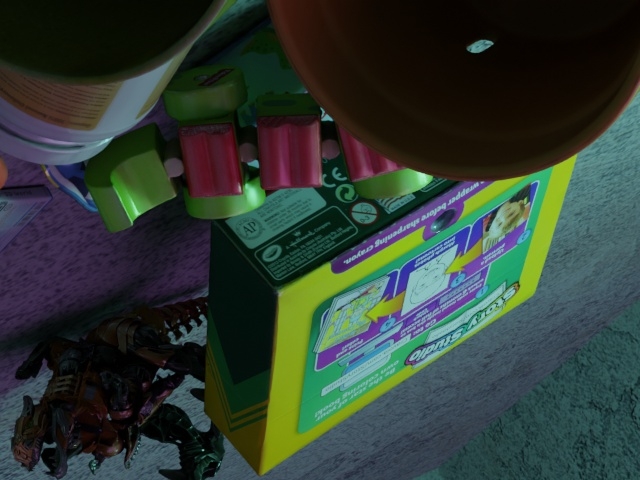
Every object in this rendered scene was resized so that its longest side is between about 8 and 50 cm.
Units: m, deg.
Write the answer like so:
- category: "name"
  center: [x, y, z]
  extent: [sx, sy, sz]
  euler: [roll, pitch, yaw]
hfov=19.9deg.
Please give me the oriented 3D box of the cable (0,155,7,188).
- category: "cable"
  center: [-0.253, -0.053, 1.255]
  extent: [0.139, 0.072, 0.287]
  euler: [-31, -178, -14]

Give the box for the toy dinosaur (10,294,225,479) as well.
- category: "toy dinosaur"
  center: [-0.182, 0.141, 1.869]
  extent: [0.322, 0.218, 0.164]
  euler: [-55, 168, -31]

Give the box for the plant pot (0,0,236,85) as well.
- category: "plant pot"
  center: [-0.060, -0.258, 0.859]
  extent: [0.293, 0.275, 0.275]
  euler: [-41, 174, -44]

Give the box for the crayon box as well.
- category: "crayon box"
  center: [0.064, 0.019, 1.696]
  extent: [0.363, 0.106, 0.313]
  euler: [-31, 153, -25]

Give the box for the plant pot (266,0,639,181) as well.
- category: "plant pot"
  center: [0.132, -0.209, 1.294]
  extent: [0.291, 0.291, 0.203]
  euler: [-44, 176, 34]

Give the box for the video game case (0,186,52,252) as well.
- category: "video game case"
  center: [-0.312, -0.001, 1.498]
  extent: [0.119, 0.015, 0.166]
  euler: [-41, 162, 30]

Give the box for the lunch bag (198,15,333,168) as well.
- category: "lunch bag"
  center: [-0.003, -0.137, 1.549]
  extent: [0.219, 0.090, 0.176]
  euler: [-34, 166, 8]

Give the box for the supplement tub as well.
- category: "supplement tub"
  center: [-0.146, -0.152, 1.134]
  extent: [0.144, 0.144, 0.199]
  euler: [-19, 159, -40]

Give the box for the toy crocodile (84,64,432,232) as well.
- category: "toy crocodile"
  center: [-0.014, -0.079, 1.418]
  extent: [0.340, 0.115, 0.105]
  euler: [-9, -158, 1]

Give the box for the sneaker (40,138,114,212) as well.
- category: "sneaker"
  center: [-0.186, -0.064, 1.482]
  extent: [0.059, 0.053, 0.144]
  euler: [-36, 165, 3]
